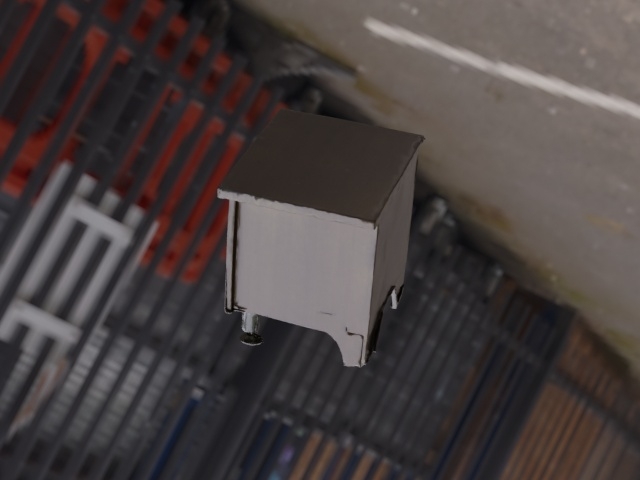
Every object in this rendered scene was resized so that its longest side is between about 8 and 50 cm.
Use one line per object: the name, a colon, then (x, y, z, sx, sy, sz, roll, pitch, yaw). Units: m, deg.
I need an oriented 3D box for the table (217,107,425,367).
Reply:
table: (0.000, 0.000, 0.675, 0.070, 0.082, 0.083, 12, -148, 13)
